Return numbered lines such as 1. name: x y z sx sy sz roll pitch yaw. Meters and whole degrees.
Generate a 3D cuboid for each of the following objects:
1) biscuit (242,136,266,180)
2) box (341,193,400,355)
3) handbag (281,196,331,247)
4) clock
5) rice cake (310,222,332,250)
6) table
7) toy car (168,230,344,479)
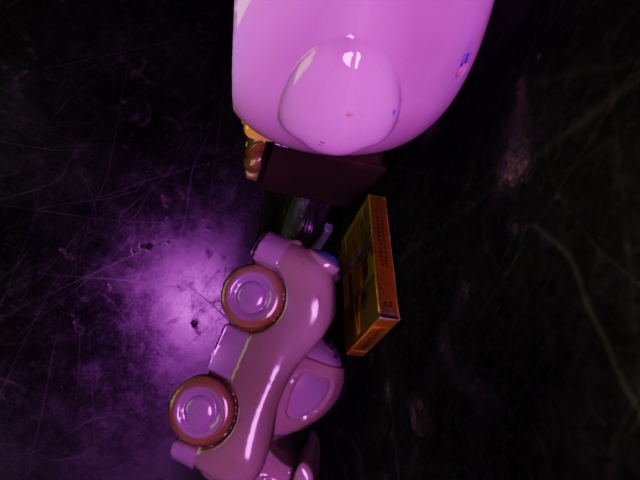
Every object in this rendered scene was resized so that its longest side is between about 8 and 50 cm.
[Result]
1. biscuit: -0.095 -0.256 0.725 0.187 0.036 0.273 116 161 -50
2. box: 0.063 0.047 0.587 0.121 0.030 0.193 116 160 -50
3. handbag: -0.033 -0.066 0.949 0.332 0.075 0.191 139 152 -76
4. clock: 0.045 -0.282 0.436 0.376 0.251 0.367 110 163 -60
5. rice cake: 0.000 0.000 0.900 0.121 0.022 0.022 121 165 -58
6. table: 0.006 -0.186 0.699 0.172 0.169 0.192 135 144 -68
7. toy car: -0.048 0.180 0.633 0.242 0.227 0.335 69 -134 -80
